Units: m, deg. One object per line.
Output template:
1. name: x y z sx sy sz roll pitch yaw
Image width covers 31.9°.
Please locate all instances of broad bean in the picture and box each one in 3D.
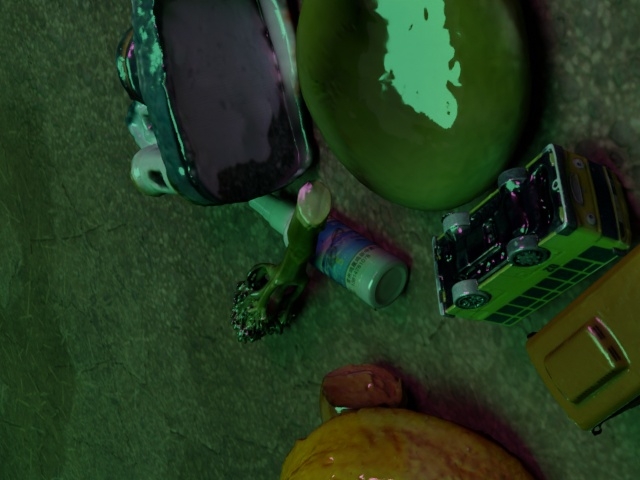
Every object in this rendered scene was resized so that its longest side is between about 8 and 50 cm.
1. broad bean: 0.077 -0.167 0.990 0.238 0.119 0.290 0 107 41

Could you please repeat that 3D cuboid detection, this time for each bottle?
1. bottle: 0.000 0.000 1.197 0.217 0.060 0.060 33 128 39

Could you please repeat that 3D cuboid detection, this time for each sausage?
1. sausage: 0.040 0.264 1.220 0.109 0.109 0.270 31 125 40

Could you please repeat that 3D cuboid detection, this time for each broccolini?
1. broccolini: -0.047 0.036 1.149 0.392 0.079 0.073 110 170 -70

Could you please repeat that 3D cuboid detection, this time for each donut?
1. donut: 0.081 0.311 1.091 0.303 0.110 0.302 8 114 18

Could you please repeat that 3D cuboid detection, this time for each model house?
1. model house: -0.158 -0.168 1.236 0.291 0.185 0.253 4 112 55

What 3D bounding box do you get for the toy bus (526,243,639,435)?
1. toy bus: 0.255 0.064 0.868 0.098 0.114 0.201 58 140 18

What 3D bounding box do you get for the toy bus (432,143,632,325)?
1. toy bus: 0.177 0.000 0.947 0.175 0.101 0.088 -43 41 49
